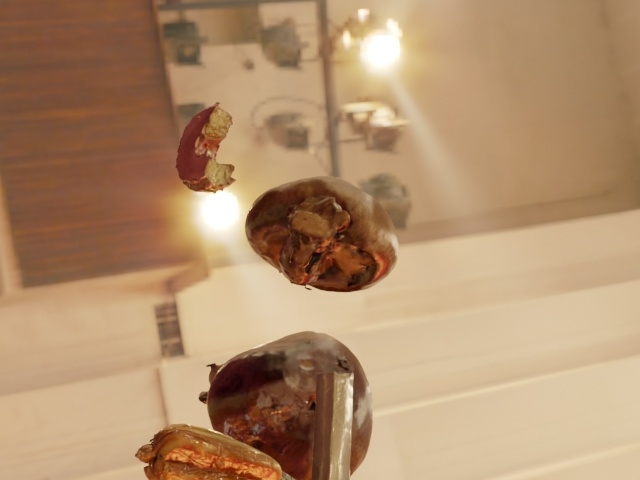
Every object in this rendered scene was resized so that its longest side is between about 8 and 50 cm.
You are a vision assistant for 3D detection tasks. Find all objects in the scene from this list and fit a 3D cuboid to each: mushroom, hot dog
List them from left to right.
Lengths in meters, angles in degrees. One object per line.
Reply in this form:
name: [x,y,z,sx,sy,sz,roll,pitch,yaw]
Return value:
hot dog: [-0.167,0.328,1.890,0.076,0.249,0.102,20,-92,53]
mushroom: [-0.061,0.329,2.532,0.260,0.346,0.345,-30,-109,58]
mushroom: [0.006,-0.010,2.177,0.195,0.263,0.283,-62,-179,0]

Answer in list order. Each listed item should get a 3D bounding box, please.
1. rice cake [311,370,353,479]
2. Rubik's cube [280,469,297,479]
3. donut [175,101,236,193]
rice cake: [0.017,0.303,1.857,0.052,0.057,0.256,-36,-138,47]
Rubik's cube: [-0.078,0.418,2.050,0.111,0.111,0.093,119,-9,-48]
donut: [-0.201,-0.147,2.229,0.117,0.065,0.166,-20,-124,43]
